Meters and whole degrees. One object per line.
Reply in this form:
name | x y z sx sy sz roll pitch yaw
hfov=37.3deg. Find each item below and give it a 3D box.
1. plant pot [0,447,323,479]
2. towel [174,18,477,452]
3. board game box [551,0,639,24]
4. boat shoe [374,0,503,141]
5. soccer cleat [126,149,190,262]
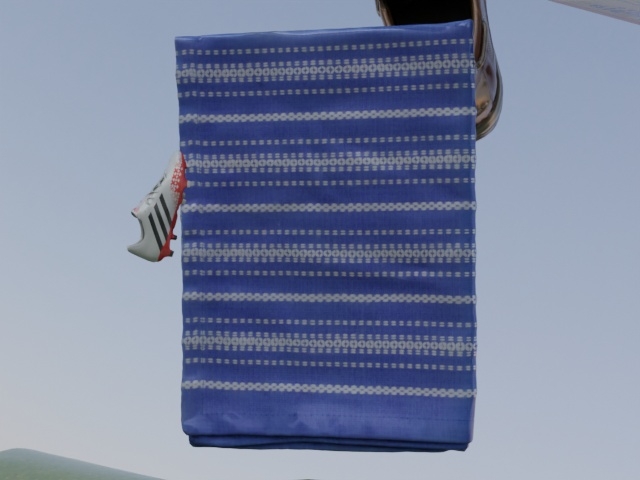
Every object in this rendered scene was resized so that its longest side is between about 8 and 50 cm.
plant pot | -0.122 0.233 0.518 0.254 0.276 0.276 9 -34 42
towel | 0.000 0.000 0.745 0.243 0.335 0.040 0 3 12
board game box | 0.442 -0.359 0.761 0.357 0.356 0.356 4 3 -33
boat shoe | 0.105 -0.254 0.915 0.123 0.324 0.116 -18 -19 10
soccer cleat | -0.117 -0.026 0.680 0.036 0.083 0.029 13 -4 -20
